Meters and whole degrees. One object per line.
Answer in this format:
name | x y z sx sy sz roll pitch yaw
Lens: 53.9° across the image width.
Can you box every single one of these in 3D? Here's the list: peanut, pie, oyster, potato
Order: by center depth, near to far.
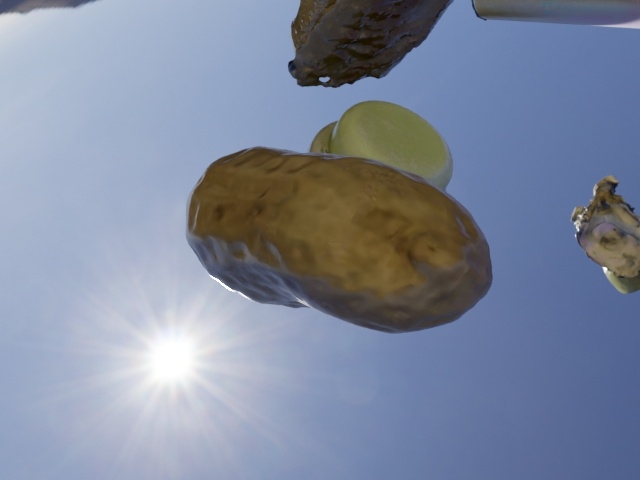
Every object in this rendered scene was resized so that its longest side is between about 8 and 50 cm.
pie | 0.072 -0.193 0.331 0.128 0.068 0.282 -19 164 -40
peanut | 0.000 0.000 0.665 0.387 0.192 0.170 14 -116 45
oyster | 0.518 -0.031 1.095 0.163 0.191 0.081 17 -128 34
potato | 0.647 0.048 1.386 0.081 0.149 0.120 -30 166 -37

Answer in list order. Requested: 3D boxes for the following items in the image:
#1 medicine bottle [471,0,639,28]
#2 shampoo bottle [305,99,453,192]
medicine bottle | 0.401 -0.335 0.840 0.108 0.108 0.426 -44 -138 -19
shampoo bottle | 0.110 -0.117 1.373 0.317 0.322 0.323 -58 -171 46
